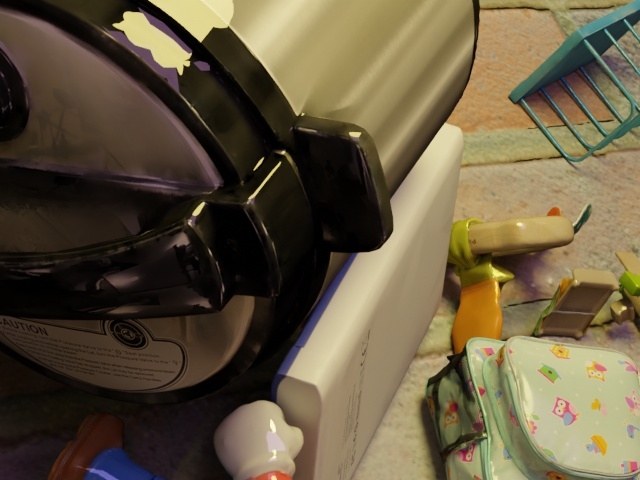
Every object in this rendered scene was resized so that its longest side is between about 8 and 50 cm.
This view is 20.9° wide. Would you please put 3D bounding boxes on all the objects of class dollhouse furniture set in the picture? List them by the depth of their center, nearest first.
[{"bbox_3d":[0.262,0.048,1.634,0.152,0.076,0.058,5,42,-34],"label":"dollhouse furniture set"}]

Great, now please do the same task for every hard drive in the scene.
[{"bbox_3d":[0.035,0.078,1.357,0.040,0.210,0.318,17,42,14],"label":"hard drive"}]

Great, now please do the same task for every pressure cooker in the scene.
[{"bbox_3d":[-0.127,-0.097,1.193,0.375,0.370,0.420,41,48,-5],"label":"pressure cooker"}]

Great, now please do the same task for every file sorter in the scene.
[{"bbox_3d":[0.305,-0.168,1.796,0.170,0.118,0.104,-29,78,-44],"label":"file sorter"}]

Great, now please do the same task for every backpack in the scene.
[{"bbox_3d":[0.186,0.176,1.426,0.166,0.144,0.188,10,62,-25],"label":"backpack"}]

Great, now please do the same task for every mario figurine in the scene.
[{"bbox_3d":[-0.036,0.238,1.197,0.321,0.198,0.170,25,53,5],"label":"mario figurine"}]

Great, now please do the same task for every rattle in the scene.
[{"bbox_3d":[0.193,0.037,1.595,0.200,0.130,0.142,5,61,-64],"label":"rattle"}]

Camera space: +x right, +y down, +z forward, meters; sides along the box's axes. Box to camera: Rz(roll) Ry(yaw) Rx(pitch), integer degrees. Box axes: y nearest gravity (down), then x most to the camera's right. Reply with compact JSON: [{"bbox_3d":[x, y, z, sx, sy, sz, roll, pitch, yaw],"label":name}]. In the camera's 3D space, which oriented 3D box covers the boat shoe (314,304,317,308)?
[{"bbox_3d":[0.000,0.000,1.504,0.040,0.049,0.142,14,48,-26],"label":"boat shoe"}]
